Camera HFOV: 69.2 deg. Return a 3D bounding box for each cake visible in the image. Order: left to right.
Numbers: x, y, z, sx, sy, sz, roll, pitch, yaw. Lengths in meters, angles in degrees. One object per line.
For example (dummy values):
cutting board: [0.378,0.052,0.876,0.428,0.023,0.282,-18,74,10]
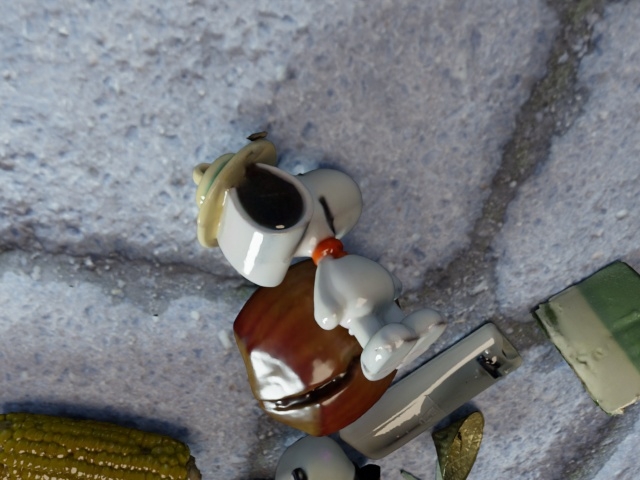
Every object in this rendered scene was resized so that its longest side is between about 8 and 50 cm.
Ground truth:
cake: [0.472,0.202,0.696,0.158,0.172,0.283,-34,120,14]

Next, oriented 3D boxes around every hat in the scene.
hat: [0.223,0.353,0.811,0.146,0.067,0.146,-18,115,-44]

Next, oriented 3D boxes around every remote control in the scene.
remote control: [0.179,0.261,0.752,0.313,0.055,0.109,-39,117,13]

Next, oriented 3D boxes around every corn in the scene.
corn: [-0.332,0.330,0.692,0.322,0.119,0.119,20,115,-12]

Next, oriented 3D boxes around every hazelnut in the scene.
hazelnut: [0.007,0.127,0.587,0.181,0.181,0.212,-23,111,31]

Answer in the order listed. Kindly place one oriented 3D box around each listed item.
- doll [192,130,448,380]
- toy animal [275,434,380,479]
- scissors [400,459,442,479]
doll: [-0.013,0.009,0.469,0.208,0.271,0.144,-2,137,-22]
toy animal: [0.006,0.402,0.764,0.138,0.166,0.179,-43,104,14]
scissors: [0.238,0.514,0.925,0.144,0.017,0.247,-25,118,6]
